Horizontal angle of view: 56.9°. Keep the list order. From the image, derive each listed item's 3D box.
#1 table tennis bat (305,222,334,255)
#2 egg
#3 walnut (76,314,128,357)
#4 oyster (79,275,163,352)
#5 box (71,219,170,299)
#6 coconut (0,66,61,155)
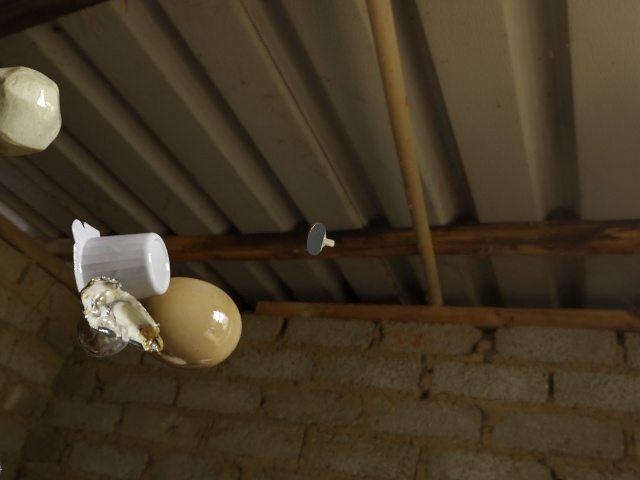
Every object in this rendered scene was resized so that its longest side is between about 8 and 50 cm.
[{"bbox_3d":[0.000,0.000,1.581,0.013,0.087,0.156,12,-2,26],"label":"table tennis bat"},{"bbox_3d":[-0.446,0.275,1.962,0.373,0.301,0.301,19,-31,-19],"label":"egg"},{"bbox_3d":[-0.825,0.342,2.265,0.224,0.224,0.224,11,-31,6],"label":"walnut"},{"bbox_3d":[-0.504,0.207,1.507,0.078,0.129,0.345,0,-33,20],"label":"oyster"},{"bbox_3d":[-0.559,0.056,1.691,0.206,0.262,0.291,-8,-63,1],"label":"box"},{"bbox_3d":[-0.738,-0.308,1.446,0.224,0.224,0.224,11,-31,6],"label":"coconut"}]
